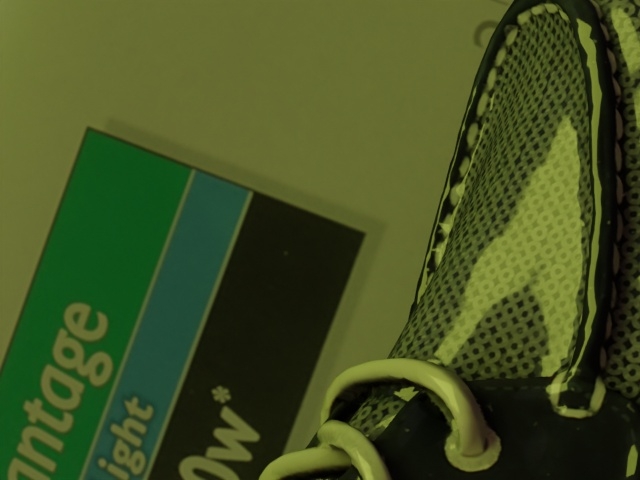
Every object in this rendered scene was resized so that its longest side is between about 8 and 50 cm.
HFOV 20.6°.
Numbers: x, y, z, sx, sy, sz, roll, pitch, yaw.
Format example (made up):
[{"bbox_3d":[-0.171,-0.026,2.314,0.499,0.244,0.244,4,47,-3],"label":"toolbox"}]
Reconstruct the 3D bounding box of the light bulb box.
[{"bbox_3d":[0.000,0.000,0.759,0.361,0.225,0.358,7,-77,-76],"label":"light bulb box"}]

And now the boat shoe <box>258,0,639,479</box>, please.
[{"bbox_3d":[0.019,0.076,0.405,0.127,0.158,0.340,150,127,-63],"label":"boat shoe"}]
